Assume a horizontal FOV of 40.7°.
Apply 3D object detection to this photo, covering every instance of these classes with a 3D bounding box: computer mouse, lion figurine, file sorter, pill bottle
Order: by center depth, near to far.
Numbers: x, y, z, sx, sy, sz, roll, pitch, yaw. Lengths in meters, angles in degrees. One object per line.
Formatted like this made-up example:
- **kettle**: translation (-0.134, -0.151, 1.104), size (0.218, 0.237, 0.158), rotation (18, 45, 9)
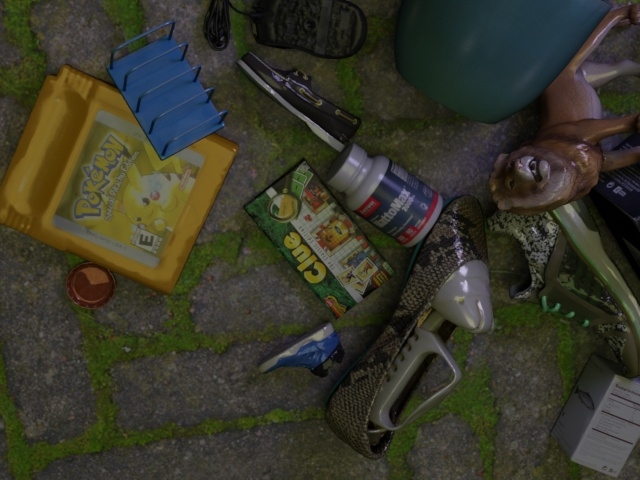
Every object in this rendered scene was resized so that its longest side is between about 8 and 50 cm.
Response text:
- **file sorter**: translation (-0.234, -0.233, 1.327), size (0.118, 0.104, 0.170), rotation (-32, 92, -17)
- **computer mouse**: translation (-0.052, -0.388, 1.366), size (0.261, 0.060, 0.184), rotation (5, 108, 5)
- **lion figurine**: translation (0.401, -0.210, 1.380), size (0.240, 0.392, 0.142), rotation (-8, 140, 29)
- **pill bottle**: translation (0.103, -0.078, 1.433), size (0.180, 0.108, 0.108), rotation (33, 99, -12)

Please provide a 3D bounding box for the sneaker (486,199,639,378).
- **sneaker**: translation (0.419, 0.076, 1.495), size (0.182, 0.158, 0.410), rotation (-30, 98, 8)

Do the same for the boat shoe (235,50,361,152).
- **boat shoe**: translation (-0.034, -0.236, 1.396), size (0.227, 0.081, 0.069), rotation (37, 95, -20)

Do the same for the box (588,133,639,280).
- **box**: translation (0.658, -0.053, 1.419), size (0.312, 0.179, 0.343), rotation (-37, 121, 6)

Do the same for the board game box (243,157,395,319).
- **board game box**: translation (0.000, 0.000, 1.483), size (0.136, 0.030, 0.260), rotation (-38, 105, 7)

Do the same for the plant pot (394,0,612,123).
- **plant pot**: translation (0.246, -0.321, 1.305), size (0.292, 0.293, 0.235), rotation (25, 113, -11)

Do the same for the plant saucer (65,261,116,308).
- **plant saucer**: translation (-0.390, 0.076, 1.469), size (0.083, 0.013, 0.084), rotation (-2, 105, -6)

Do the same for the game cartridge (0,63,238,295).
- **game cartridge**: translation (-0.337, -0.096, 1.412), size (0.323, 0.053, 0.285), rotation (24, 100, -12)

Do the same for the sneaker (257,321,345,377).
- **sneaker**: translation (-0.029, 0.216, 1.518), size (0.152, 0.058, 0.085), rotation (-29, 97, -5)

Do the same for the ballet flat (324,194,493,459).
- **ballet flat**: translation (0.184, 0.165, 1.462), size (0.164, 0.182, 0.483), rotation (21, 104, -46)

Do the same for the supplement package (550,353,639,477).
- **supplement package**: translation (0.520, 0.319, 1.578), size (0.105, 0.105, 0.179), rotation (22, 101, -11)
